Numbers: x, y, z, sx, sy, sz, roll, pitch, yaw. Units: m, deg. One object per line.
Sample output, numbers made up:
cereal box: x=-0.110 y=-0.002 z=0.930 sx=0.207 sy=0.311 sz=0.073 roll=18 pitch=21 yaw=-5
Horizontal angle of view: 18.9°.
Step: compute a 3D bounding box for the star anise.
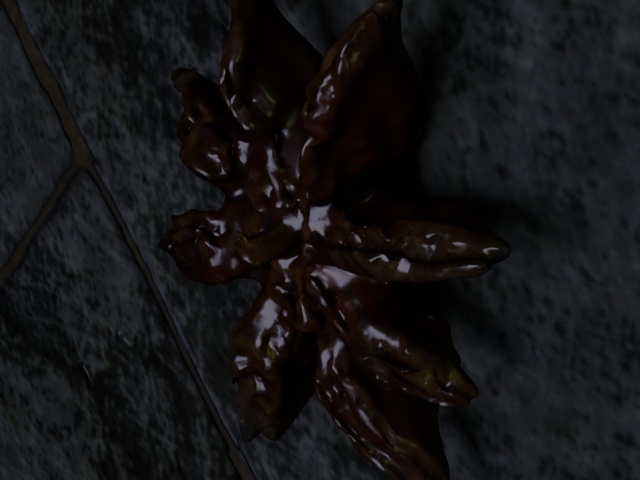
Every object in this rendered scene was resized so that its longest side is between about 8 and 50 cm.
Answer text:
star anise: x=0.001 y=0.001 z=0.933 sx=0.288 sy=0.088 sz=0.288 roll=30 pitch=131 yaw=42
